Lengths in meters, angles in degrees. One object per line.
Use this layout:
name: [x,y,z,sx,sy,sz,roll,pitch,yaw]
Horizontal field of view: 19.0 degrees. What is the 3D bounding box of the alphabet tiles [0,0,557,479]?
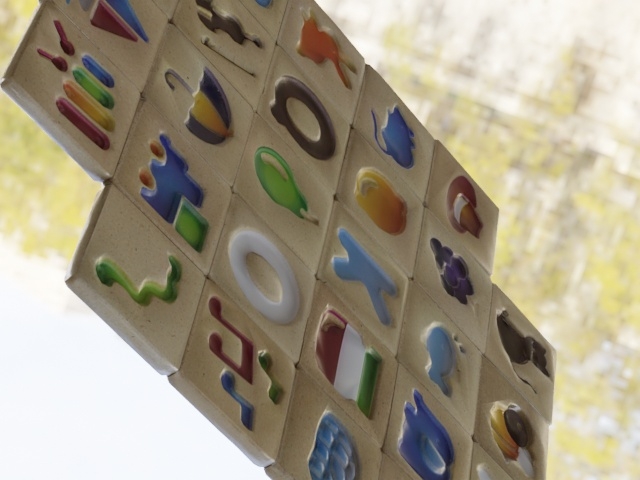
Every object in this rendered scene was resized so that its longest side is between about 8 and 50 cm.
alphabet tiles: [0.000,0.000,0.848,0.342,0.011,0.285,46,-148,-25]
